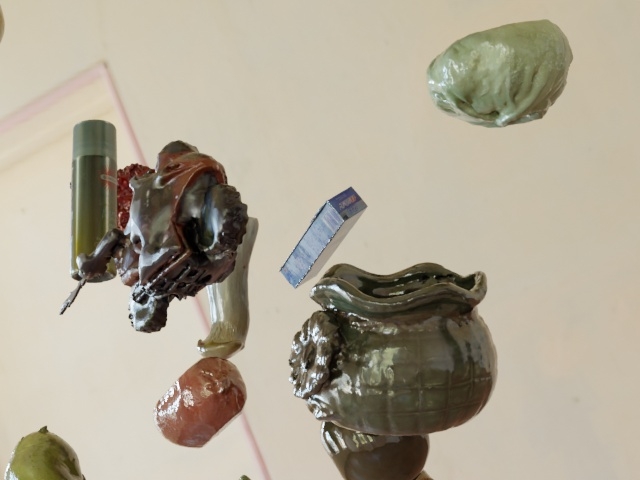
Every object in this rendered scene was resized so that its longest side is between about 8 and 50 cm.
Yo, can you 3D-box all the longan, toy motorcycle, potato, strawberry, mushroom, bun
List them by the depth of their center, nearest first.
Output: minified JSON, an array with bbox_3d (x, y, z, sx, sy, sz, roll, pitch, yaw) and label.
[{"bbox_3d":[-0.219,0.009,1.353,0.134,0.207,0.401,7,-37,-34],"label":"toy motorcycle"},{"bbox_3d":[0.254,-0.221,1.446,0.204,0.126,0.212,-11,-4,-5],"label":"bun"},{"bbox_3d":[-0.506,0.471,1.929,0.143,0.248,0.169,-23,-47,-15],"label":"potato"},{"bbox_3d":[0.105,0.375,1.950,0.197,0.220,0.196,-31,13,8],"label":"longan"},{"bbox_3d":[-0.377,-0.034,2.062,0.234,0.178,0.234,-13,-28,-7],"label":"strawberry"},{"bbox_3d":[-0.190,0.094,2.179,0.122,0.328,0.159,-1,-13,19],"label":"mushroom"}]

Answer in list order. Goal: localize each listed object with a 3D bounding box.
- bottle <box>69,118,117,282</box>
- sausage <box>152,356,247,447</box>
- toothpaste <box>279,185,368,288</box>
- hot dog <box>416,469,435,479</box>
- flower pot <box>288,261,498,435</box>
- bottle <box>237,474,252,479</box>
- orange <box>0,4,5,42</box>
[{"bbox_3d":[-0.399,-0.072,1.823,0.082,0.286,0.082,-4,-19,-1],"label":"bottle"},{"bbox_3d":[-0.227,0.314,1.983,0.148,0.148,0.254,-17,-23,-35],"label":"sausage"},{"bbox_3d":[0.000,0.000,1.862,0.066,0.053,0.272,-35,-12,-33],"label":"toothpaste"},{"bbox_3d":[0.197,0.517,2.079,0.093,0.261,0.123,-16,-41,-13],"label":"hot dog"},{"bbox_3d":[0.096,0.146,1.466,0.302,0.213,0.302,0,5,0],"label":"flower pot"},{"bbox_3d":[-0.166,0.502,1.989,0.101,0.063,0.047,-43,-21,-19],"label":"bottle"},{"bbox_3d":[-0.814,-0.486,2.209,0.235,0.279,0.279,-27,-9,16],"label":"orange"}]
